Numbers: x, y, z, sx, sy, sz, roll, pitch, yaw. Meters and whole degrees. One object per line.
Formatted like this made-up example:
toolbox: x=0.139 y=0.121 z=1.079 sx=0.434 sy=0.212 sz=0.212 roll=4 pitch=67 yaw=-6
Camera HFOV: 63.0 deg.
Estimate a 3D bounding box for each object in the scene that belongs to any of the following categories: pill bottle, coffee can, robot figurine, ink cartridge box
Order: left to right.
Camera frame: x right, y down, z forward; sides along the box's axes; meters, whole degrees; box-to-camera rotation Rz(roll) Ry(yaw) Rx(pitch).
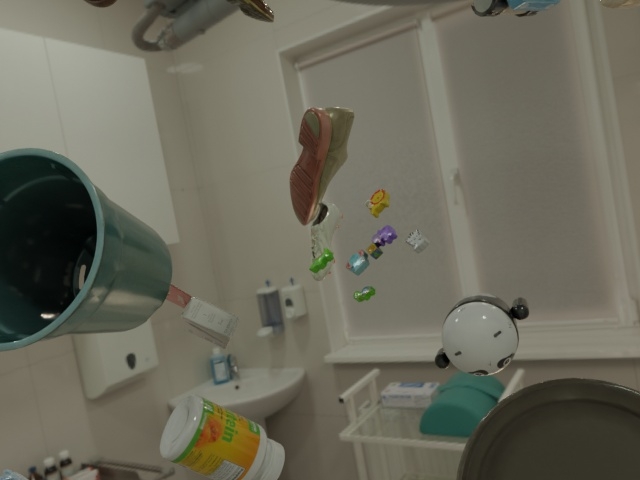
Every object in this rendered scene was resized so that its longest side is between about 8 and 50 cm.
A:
ink cartridge box: x=-0.357 y=0.202 z=1.430 sx=0.261 sy=0.066 sz=0.296 roll=27 pitch=-21 yaw=-3
pill bottle: x=-0.201 y=0.439 z=1.115 sx=0.245 sy=0.136 sz=0.136 roll=35 pitch=-20 yaw=-24
robot figurine: x=0.382 y=0.220 z=1.242 sx=0.173 sy=0.209 sz=0.278 roll=16 pitch=7 yaw=18
coffee can: x=0.254 y=0.244 z=0.507 sx=0.201 sy=0.202 sz=0.275 roll=-9 pitch=-20 yaw=21

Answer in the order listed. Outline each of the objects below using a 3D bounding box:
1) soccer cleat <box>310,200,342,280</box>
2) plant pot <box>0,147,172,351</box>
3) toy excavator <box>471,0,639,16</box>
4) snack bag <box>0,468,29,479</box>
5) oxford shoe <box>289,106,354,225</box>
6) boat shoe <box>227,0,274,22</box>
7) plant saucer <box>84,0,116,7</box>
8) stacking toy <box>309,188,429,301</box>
soccer cleat: x=0.000 y=0.000 z=1.271 sx=0.068 sy=0.196 sz=0.076 roll=-3 pitch=-22 yaw=45
plant pot: x=-0.477 y=0.043 z=1.011 sx=0.341 sy=0.341 sz=0.334 roll=-10 pitch=-14 yaw=9
toy excavator: x=0.645 y=-0.763 z=1.437 sx=0.222 sy=0.433 sz=0.445 roll=-12 pitch=-5 yaw=-26
snack bag: x=-0.313 y=0.392 z=0.718 sx=0.323 sy=0.037 sz=0.342 roll=19 pitch=-33 yaw=10
oxford shoe: x=0.010 y=-0.203 z=1.512 sx=0.146 sy=0.140 sz=0.397 roll=-15 pitch=-36 yaw=-29
boat shoe: x=-0.156 y=-0.547 z=1.180 sx=0.064 sy=0.060 sz=0.178 roll=19 pitch=6 yaw=27
plant saucer: x=-0.616 y=-0.716 z=1.405 sx=0.168 sy=0.168 sz=0.029 roll=-9 pitch=28 yaw=21
stacking toy: x=0.104 y=0.019 z=1.099 sx=0.221 sy=0.167 sz=0.052 roll=-45 pitch=35 yaw=10
